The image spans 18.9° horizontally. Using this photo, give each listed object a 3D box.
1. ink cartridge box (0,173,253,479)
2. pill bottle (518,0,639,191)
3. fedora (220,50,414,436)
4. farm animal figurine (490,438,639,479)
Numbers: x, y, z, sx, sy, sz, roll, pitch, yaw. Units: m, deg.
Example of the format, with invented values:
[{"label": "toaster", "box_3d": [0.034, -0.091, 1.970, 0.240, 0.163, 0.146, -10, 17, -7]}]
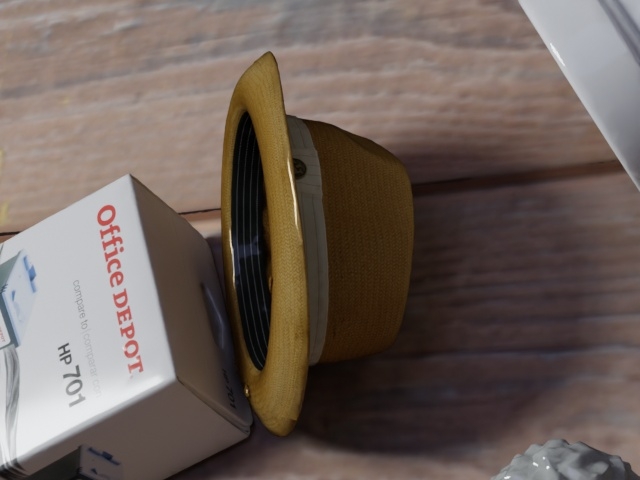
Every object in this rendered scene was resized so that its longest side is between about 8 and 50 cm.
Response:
[{"label": "ink cartridge box", "box_3d": [-0.147, 0.073, 1.016, 0.191, 0.082, 0.139, -29, 52, 15]}, {"label": "pill bottle", "box_3d": [0.232, -0.131, 0.864, 0.265, 0.153, 0.153, -32, 51, 11]}, {"label": "fedora", "box_3d": [0.000, 0.000, 0.950, 0.079, 0.194, 0.194, -1, 54, -12]}, {"label": "farm animal figurine", "box_3d": [0.151, 0.235, 0.680, 0.330, 0.172, 0.326, 7, 67, 34]}]
